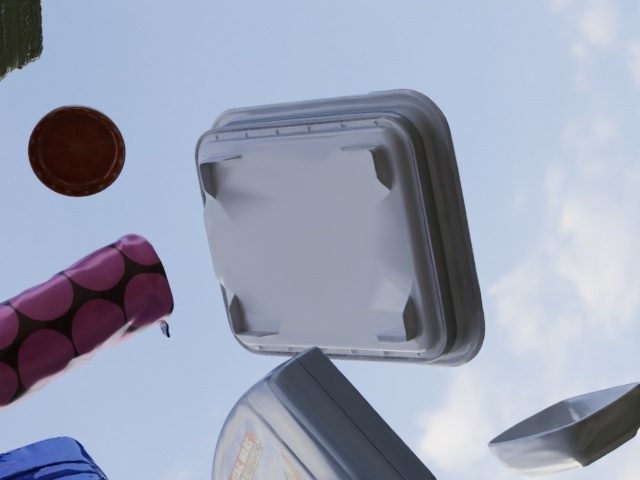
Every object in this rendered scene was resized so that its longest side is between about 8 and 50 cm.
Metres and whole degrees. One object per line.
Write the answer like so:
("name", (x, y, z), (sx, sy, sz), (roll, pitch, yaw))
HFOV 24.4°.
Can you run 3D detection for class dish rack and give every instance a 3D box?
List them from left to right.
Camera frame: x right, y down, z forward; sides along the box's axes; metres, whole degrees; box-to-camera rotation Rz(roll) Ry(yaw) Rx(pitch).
("dish rack", (0.000, 0.000, 1.517), (0.072, 0.333, 0.285), (-23, -74, -45))

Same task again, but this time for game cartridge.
("game cartridge", (-0.006, 0.220, 1.227), (0.198, 0.297, 0.062), (43, -124, 16))

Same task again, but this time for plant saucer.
("plant saucer", (-0.210, -0.078, 1.276), (0.084, 0.013, 0.083), (-3, -66, -6))

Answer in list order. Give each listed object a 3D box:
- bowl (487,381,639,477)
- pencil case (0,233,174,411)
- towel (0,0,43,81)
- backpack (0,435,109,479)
("bowl", (0.263, 0.202, 1.541), (0.142, 0.142, 0.053), (-21, -93, -39))
("pencil case", (-0.218, 0.076, 1.202), (0.209, 0.098, 0.095), (-27, -88, -37))
("towel", (-0.310, -0.229, 1.442), (0.110, 0.027, 0.148), (-44, -38, -51))
("backpack", (-0.164, 0.175, 0.818), (0.120, 0.101, 0.098), (-20, -51, -28))
